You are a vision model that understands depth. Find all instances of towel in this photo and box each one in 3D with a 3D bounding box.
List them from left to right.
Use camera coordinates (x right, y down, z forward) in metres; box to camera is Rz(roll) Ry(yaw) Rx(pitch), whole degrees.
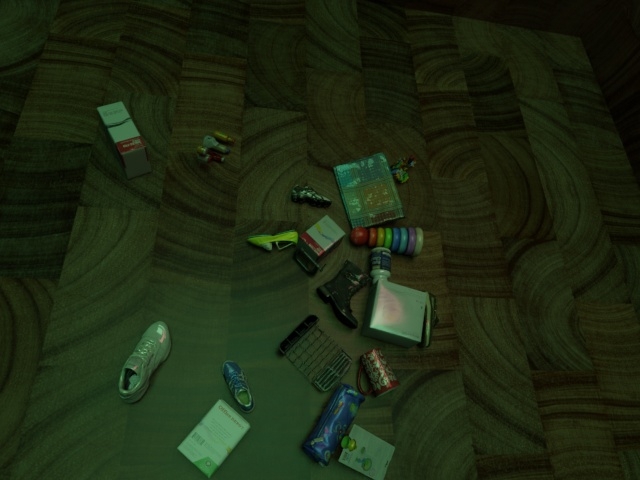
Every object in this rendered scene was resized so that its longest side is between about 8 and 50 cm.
[{"bbox_3d":[0.234,-0.242,2.135,0.272,0.040,0.370,-16,68,2],"label":"towel"}]

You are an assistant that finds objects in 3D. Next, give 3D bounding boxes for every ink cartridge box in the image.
[{"bbox_3d":[-0.871,-0.445,1.947,0.114,0.197,0.272,-26,73,-24],"label":"ink cartridge box"},{"bbox_3d":[-0.376,0.701,1.561,0.154,0.093,0.212,39,65,7],"label":"ink cartridge box"},{"bbox_3d":[0.000,0.000,1.960,0.127,0.128,0.176,45,64,10],"label":"ink cartridge box"}]

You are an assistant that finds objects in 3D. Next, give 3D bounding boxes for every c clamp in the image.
[{"bbox_3d":[-0.050,0.088,1.909,0.161,0.137,0.022,42,46,15],"label":"c clamp"}]

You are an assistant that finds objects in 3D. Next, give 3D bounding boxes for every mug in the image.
[{"bbox_3d":[0.219,0.535,1.763,0.150,0.113,0.169,-16,66,-21],"label":"mug"}]

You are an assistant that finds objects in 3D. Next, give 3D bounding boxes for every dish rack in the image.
[{"bbox_3d":[-0.011,0.457,1.762,0.271,0.074,0.208,42,64,14],"label":"dish rack"}]

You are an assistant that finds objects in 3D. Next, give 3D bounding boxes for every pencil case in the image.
[{"bbox_3d":[0.048,0.683,1.642,0.119,0.133,0.306,17,56,34],"label":"pencil case"}]

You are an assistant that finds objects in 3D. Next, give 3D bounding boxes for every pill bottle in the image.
[{"bbox_3d":[0.271,0.124,1.978,0.094,0.094,0.169,9,63,-8],"label":"pill bottle"}]

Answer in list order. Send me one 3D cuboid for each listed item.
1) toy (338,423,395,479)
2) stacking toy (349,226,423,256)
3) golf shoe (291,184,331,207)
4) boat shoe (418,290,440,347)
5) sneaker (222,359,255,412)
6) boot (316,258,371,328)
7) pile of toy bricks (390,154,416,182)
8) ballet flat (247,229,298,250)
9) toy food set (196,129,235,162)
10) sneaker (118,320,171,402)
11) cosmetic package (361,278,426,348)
[{"bbox_3d":[0.165,0.791,1.634,0.237,0.056,0.136,40,65,-28],"label":"toy"},{"bbox_3d":[0.301,-0.012,2.040,0.331,0.141,0.141,8,63,-3],"label":"stacking toy"},{"bbox_3d":[-0.038,-0.217,2.087,0.198,0.077,0.093,13,62,-7],"label":"golf shoe"},{"bbox_3d":[0.483,0.346,1.921,0.095,0.095,0.257,14,62,-12],"label":"boat shoe"},{"bbox_3d":[-0.306,0.546,1.657,0.080,0.081,0.211,-28,72,-21],"label":"sneaker"},{"bbox_3d":[0.136,0.226,1.903,0.229,0.091,0.263,-34,74,-24],"label":"boot"},{"bbox_3d":[0.422,-0.344,2.246,0.212,0.118,0.105,-45,117,-36],"label":"pile of toy bricks"},{"bbox_3d":[-0.208,0.005,1.949,0.231,0.077,0.077,-9,83,-18],"label":"ballet flat"},{"bbox_3d":[-0.492,-0.428,2.061,0.105,0.111,0.232,21,31,-2],"label":"toy food set"},{"bbox_3d":[-0.639,0.434,1.600,0.114,0.152,0.305,17,61,-2],"label":"sneaker"},{"bbox_3d":[0.315,0.315,1.874,0.224,0.138,0.224,16,64,-4],"label":"cosmetic package"}]
